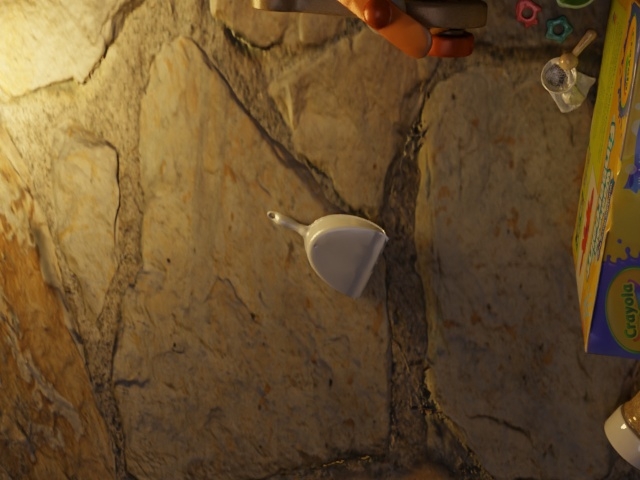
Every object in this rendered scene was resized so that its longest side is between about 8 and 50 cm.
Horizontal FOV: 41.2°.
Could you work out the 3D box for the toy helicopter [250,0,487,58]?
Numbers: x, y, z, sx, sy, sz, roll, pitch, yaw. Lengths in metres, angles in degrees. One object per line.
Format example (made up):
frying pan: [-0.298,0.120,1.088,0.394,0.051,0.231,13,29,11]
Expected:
toy helicopter: [0.064,-0.340,1.246,0.355,0.235,0.140,7,114,11]

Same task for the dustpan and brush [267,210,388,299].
dustpan and brush: [0.000,0.000,1.513,0.211,0.060,0.147,22,115,-4]

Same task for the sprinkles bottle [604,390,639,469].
sprinkles bottle: [0.632,0.233,1.412,0.121,0.121,0.355,34,116,-2]

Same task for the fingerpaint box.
fingerpaint box: [0.465,-0.113,1.169,0.163,0.371,0.444,6,113,11]

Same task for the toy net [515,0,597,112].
toy net: [0.360,-0.304,1.293,0.122,0.045,0.232,-1,112,14]
